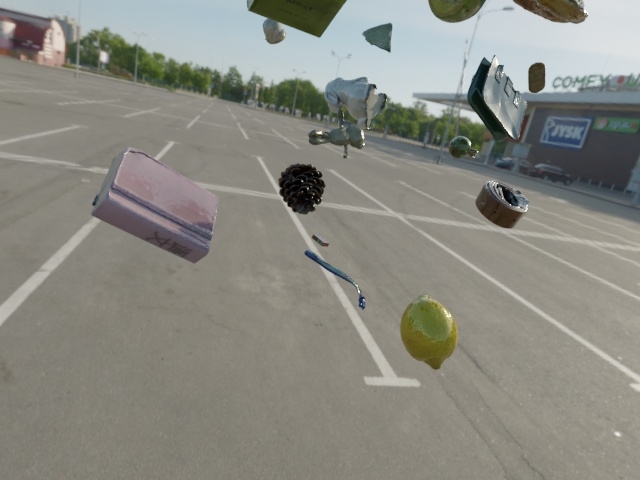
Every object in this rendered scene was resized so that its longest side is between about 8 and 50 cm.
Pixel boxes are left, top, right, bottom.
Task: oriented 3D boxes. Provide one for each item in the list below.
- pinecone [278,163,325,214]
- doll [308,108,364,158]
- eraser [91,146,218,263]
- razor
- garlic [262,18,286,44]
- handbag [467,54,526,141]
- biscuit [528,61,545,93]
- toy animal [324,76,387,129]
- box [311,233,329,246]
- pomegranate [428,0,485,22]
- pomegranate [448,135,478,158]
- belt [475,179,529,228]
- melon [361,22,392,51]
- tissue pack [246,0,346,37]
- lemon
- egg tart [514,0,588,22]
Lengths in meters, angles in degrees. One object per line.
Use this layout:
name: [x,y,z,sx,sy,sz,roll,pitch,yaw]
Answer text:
pinecone: [-0.088,-0.245,2.060,0.245,0.247,0.292,8,40,-14]
doll: [0.081,-0.455,1.845,0.286,0.203,0.091,-45,12,-35]
eraser: [-0.528,-0.117,1.366,0.359,0.122,0.273,34,39,-35]
razor: [0.069,0.140,1.644,0.324,0.056,0.093,42,15,-2]
garlic: [-0.191,-0.854,1.667,0.113,0.074,0.094,43,67,13]
handbag: [0.767,-0.602,1.776,0.326,0.239,0.089,34,-18,-32]
biscuit: [0.974,-0.732,1.852,0.071,0.147,0.018,-6,45,23]
toy animal: [0.156,-0.747,2.166,0.357,0.258,0.193,26,-1,35]
box: [0.000,0.000,2.077,0.082,0.023,0.051,39,18,33]
pomegranate: [0.586,-1.110,1.754,0.215,0.310,0.358,-20,36,-18]
pomegranate: [0.706,-0.453,2.036,0.142,0.115,0.114,20,16,-8]
belt: [0.740,-0.151,1.678,0.183,0.105,0.261,22,31,5]
melon: [0.305,-1.004,2.019,0.202,0.140,0.093,42,17,20]
tissue pack: [-0.077,-0.817,1.327,0.274,0.168,0.200,4,-21,-31]
lemon: [0.351,0.296,1.343,0.186,0.245,0.187,-6,-14,-1]
egg tart: [0.963,-1.086,1.759,0.442,0.178,0.443,21,31,-14]
